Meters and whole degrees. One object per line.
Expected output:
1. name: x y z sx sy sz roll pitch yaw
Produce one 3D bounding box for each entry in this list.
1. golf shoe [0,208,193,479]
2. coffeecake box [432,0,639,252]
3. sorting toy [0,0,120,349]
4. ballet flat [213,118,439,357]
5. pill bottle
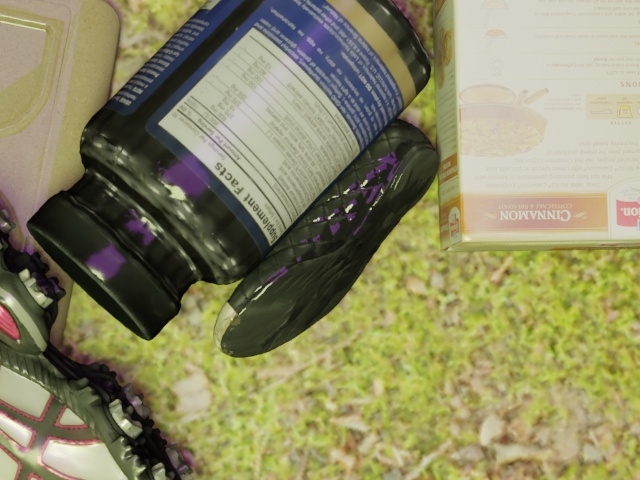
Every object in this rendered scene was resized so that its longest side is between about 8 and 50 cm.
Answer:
1. golf shoe: -0.155 0.105 1.057 0.120 0.105 0.273 -36 90 1
2. coffeecake box: 0.141 -0.088 1.147 0.142 0.068 0.185 0 84 -8
3. sorting toy: -0.249 -0.006 1.105 0.229 0.041 0.307 11 83 -11
4. ballet flat: 0.000 0.000 1.138 0.173 0.057 0.049 -46 51 -10
5. pill bottle: -0.053 -0.055 1.087 0.123 0.123 0.219 44 80 -2
